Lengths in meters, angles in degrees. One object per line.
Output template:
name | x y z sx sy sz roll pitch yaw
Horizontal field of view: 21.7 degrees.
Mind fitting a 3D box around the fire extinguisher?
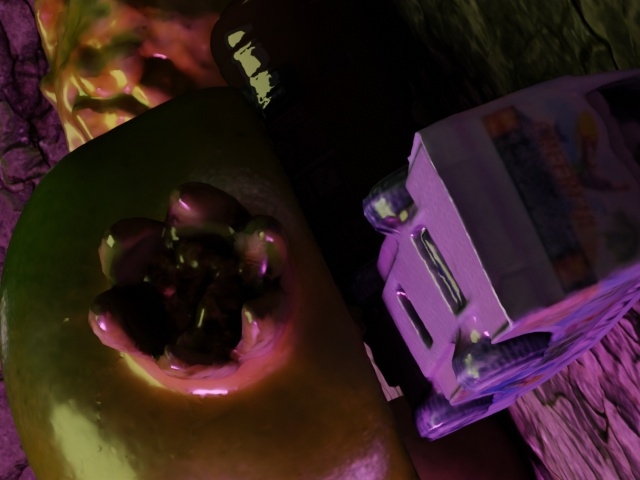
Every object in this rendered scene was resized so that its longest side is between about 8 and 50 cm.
fire extinguisher | 0.019 -0.079 1.098 0.337 0.114 0.135 61 155 6

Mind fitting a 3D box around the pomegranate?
pomegranate | -0.084 0.068 0.964 0.358 0.216 0.310 57 -169 -76

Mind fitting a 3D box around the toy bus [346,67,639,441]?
toy bus | 0.098 0.017 0.858 0.109 0.136 0.330 63 171 12

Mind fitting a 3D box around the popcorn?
popcorn | -0.102 -0.122 1.330 0.286 0.215 0.252 63 -164 -2

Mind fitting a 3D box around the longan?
longan | 0.093 0.208 1.344 0.187 0.167 0.167 42 -170 -49
